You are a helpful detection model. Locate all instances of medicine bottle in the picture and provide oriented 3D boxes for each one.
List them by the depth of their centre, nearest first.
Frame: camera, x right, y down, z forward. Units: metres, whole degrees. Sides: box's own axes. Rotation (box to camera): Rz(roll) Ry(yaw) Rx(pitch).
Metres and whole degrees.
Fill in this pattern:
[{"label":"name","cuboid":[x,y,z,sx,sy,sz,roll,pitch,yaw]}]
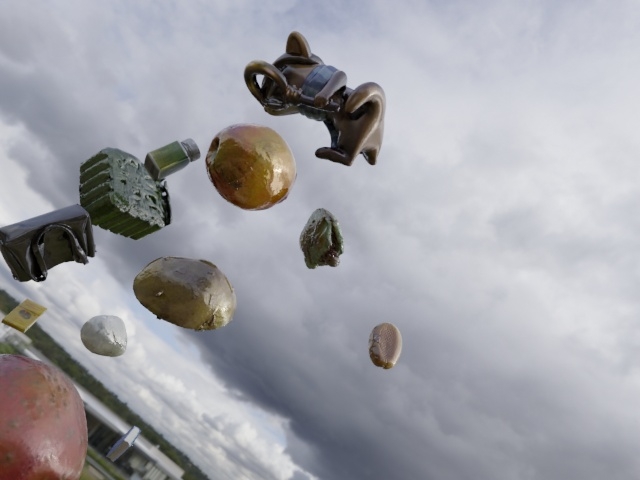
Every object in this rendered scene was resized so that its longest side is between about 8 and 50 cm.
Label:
[{"label":"medicine bottle","cuboid":[-0.555,-0.310,1.805,0.088,0.189,0.132,57,-28,-1]}]

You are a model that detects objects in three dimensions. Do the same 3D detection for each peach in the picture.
[{"label":"peach","cuboid":[-0.253,-0.283,1.841,0.373,0.372,0.290,44,-60,-8]}]

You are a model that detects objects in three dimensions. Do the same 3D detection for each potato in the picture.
[{"label":"potato","cuboid":[-0.366,0.126,1.342,0.299,0.239,0.115,25,-53,-3]}]

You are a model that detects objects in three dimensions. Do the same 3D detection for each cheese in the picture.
[{"label":"cheese","cuboid":[-0.969,0.420,2.137,0.198,0.155,0.189,60,6,31]}]

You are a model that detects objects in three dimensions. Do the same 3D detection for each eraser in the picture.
[{"label":"eraser","cuboid":[-0.538,0.555,1.314,0.027,0.063,0.085,45,-74,-7]}]

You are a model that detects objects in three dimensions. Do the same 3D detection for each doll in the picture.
[{"label":"doll","cuboid":[0.001,-0.323,1.162,0.340,0.209,0.318,42,0,17]}]

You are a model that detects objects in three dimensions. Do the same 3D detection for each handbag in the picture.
[{"label":"handbag","cuboid":[-0.925,0.020,1.650,0.113,0.286,0.256,44,-38,27]}]

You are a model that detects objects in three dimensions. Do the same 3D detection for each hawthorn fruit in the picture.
[{"label":"hawthorn fruit","cuboid":[-0.690,0.463,1.036,0.403,0.402,0.402,28,-31,19]}]

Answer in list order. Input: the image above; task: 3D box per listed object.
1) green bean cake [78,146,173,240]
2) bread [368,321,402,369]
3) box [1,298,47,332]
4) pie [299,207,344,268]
[{"label":"green bean cake","cuboid":[-0.794,-0.188,1.968,0.319,0.218,0.334,31,35,-62]},{"label":"bread","cuboid":[0.214,0.357,1.612,0.114,0.189,0.077,25,-47,-5]},{"label":"box","cuboid":[-1.105,0.280,1.798,0.087,0.155,0.023,33,-72,-12]},{"label":"pie","cuboid":[-0.002,-0.009,2.023,0.275,0.106,0.256,-12,-100,55]}]
